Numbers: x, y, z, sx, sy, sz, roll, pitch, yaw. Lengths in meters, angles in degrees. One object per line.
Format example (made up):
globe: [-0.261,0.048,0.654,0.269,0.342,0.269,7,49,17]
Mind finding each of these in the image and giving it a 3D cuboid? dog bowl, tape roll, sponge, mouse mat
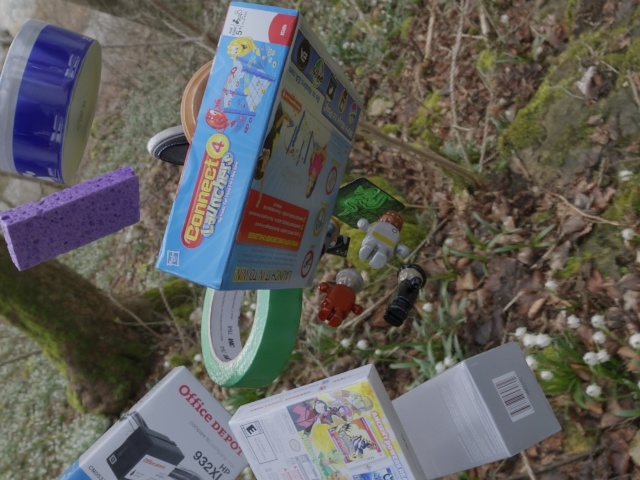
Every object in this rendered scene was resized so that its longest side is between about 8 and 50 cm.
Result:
dog bowl: [-0.468,-0.236,0.974,0.265,0.104,0.265,-166,90,-74]
tape roll: [-0.152,0.143,1.162,0.321,0.077,0.322,-26,58,51]
sponge: [-0.390,-0.036,0.892,0.031,0.210,0.117,46,144,22]
mouse mat: [0.096,-0.088,1.388,0.189,0.152,0.007,-26,42,47]

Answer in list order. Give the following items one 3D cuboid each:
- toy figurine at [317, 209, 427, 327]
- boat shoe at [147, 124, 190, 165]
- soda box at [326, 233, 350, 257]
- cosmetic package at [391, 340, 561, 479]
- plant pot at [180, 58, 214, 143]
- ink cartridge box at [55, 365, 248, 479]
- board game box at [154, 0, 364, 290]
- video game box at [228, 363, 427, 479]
toy figurine: [0.080,0.048,1.051,0.212,0.148,0.210,-7,119,31]
boat shoe: [-0.314,-0.236,1.610,0.127,0.340,0.158,-49,63,43]
soda box: [0.000,0.000,1.335,0.060,0.168,0.053,10,87,38]
cosmetic package: [0.193,0.245,0.774,0.127,0.107,0.238,67,151,19]
plant pot: [-0.186,-0.298,1.301,0.203,0.290,0.291,-133,51,-79]
ink cartridge box: [-0.298,0.418,1.030,0.223,0.307,0.129,48,155,-4]
board game box: [-0.056,-0.092,0.728,0.086,0.308,0.302,17,91,18]
video game box: [0.017,0.267,0.662,0.187,0.048,0.205,-22,99,20]
